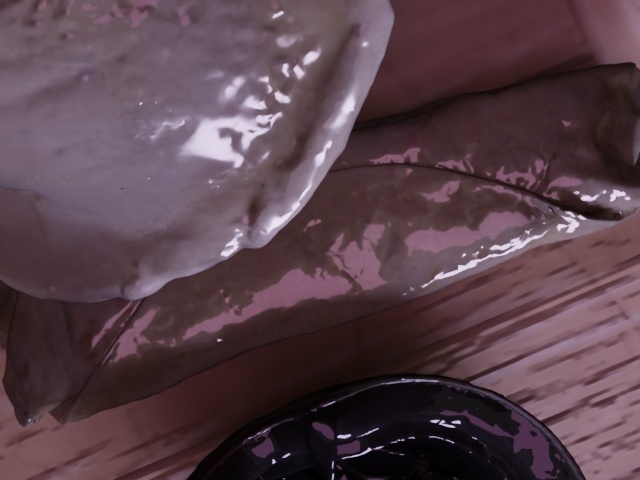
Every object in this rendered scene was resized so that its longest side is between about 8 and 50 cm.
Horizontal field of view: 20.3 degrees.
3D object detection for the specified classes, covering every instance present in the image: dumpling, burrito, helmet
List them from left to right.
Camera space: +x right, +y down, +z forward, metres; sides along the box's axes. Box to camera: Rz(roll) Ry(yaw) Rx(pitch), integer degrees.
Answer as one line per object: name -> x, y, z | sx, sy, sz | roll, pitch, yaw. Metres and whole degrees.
dumpling -> -0.083, -0.059, 0.639 | 0.216, 0.126, 0.166 | 0, 108, 1
burrito -> 0.000, 0.000, 0.686 | 0.275, 0.059, 0.082 | -16, 86, 7
helmet -> 0.011, 0.128, 0.700 | 0.177, 0.107, 0.153 | -29, 100, -10
